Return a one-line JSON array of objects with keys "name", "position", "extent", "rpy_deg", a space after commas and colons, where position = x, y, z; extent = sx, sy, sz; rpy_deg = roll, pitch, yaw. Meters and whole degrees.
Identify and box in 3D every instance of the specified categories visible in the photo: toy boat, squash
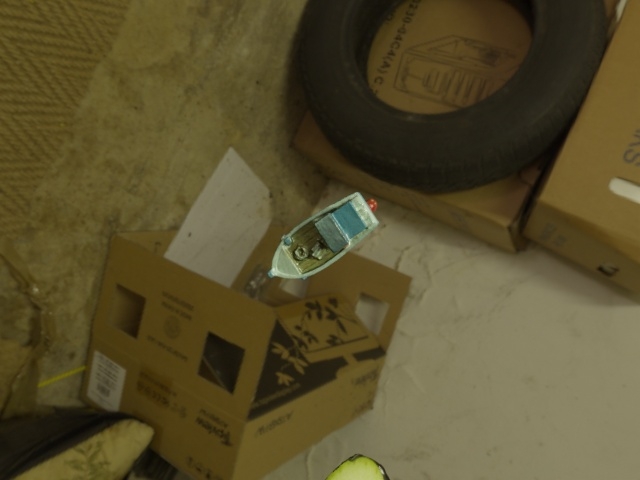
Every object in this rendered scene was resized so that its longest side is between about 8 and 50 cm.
[{"name": "toy boat", "position": [0.000, 0.000, 0.802], "extent": [0.173, 0.069, 0.059], "rpy_deg": [-33, 179, 22]}, {"name": "squash", "position": [0.063, 0.517, 1.140], "extent": [0.237, 0.204, 0.155], "rpy_deg": [40, 93, -21]}]
